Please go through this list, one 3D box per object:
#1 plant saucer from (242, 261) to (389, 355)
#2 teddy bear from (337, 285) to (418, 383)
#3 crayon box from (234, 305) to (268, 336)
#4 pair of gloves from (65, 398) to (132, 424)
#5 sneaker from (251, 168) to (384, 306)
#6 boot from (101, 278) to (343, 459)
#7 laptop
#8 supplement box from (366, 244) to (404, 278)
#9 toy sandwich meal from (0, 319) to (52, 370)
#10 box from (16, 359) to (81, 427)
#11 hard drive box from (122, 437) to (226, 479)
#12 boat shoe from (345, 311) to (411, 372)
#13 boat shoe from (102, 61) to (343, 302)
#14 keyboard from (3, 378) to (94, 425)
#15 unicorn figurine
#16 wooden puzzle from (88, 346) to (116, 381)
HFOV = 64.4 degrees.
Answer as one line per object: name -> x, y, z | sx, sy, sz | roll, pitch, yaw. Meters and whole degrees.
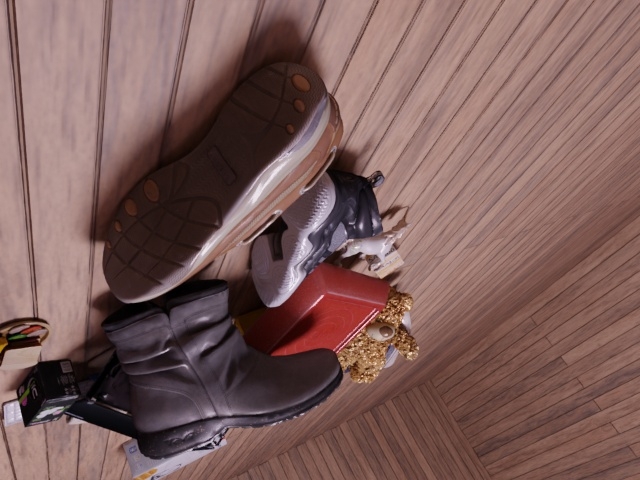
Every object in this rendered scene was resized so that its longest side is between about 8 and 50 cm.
plant saucer -> -0.009, 0.161, 0.923 | 0.259, 0.048, 0.258 | -47, 145, 17
teddy bear -> 0.109, 0.253, 1.246 | 0.338, 0.245, 0.113 | -46, -165, 38
crayon box -> -0.082, 0.209, 1.057 | 0.202, 0.081, 0.319 | -16, 149, -29
pair of gloves -> -0.315, 0.278, 0.945 | 0.240, 0.042, 0.204 | -37, 155, 12
sneaker -> 0.000, 0.000, 0.741 | 0.152, 0.101, 0.269 | -9, 145, -34
boot -> -0.125, 0.159, 0.750 | 0.337, 0.223, 0.118 | -14, -169, -28
laptop -> -0.262, 0.242, 0.842 | 0.234, 0.136, 0.265 | 33, 88, -28
supplement box -> 0.130, 0.038, 1.038 | 0.062, 0.036, 0.098 | -35, 155, 6
toy sandwich meal -> -0.383, 0.134, 0.647 | 0.085, 0.029, 0.086 | -25, 155, -13
box -> -0.406, 0.227, 0.757 | 0.083, 0.062, 0.052 | -44, 152, 26
hard drive box -> -0.374, 0.535, 1.336 | 0.232, 0.089, 0.181 | -23, 155, -18
boat shoe -> 0.135, 0.267, 1.376 | 0.157, 0.127, 0.341 | -9, 142, -12
boat shoe -> -0.100, -0.039, 0.544 | 0.324, 0.123, 0.116 | -37, 157, 17
keyboard -> -0.400, 0.257, 0.879 | 0.255, 0.014, 0.072 | -11, 148, -38
unicorn figurine -> 0.091, 0.006, 0.907 | 0.161, 0.060, 0.111 | -11, 149, -37
wooden puzzle -> -0.333, 0.193, 0.836 | 0.116, 0.014, 0.079 | -28, 151, -8
